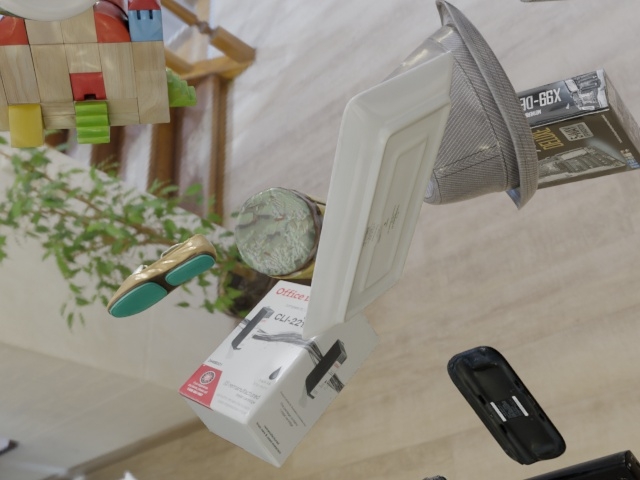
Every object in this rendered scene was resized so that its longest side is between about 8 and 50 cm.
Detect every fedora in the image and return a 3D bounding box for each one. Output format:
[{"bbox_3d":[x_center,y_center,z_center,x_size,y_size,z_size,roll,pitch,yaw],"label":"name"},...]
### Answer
[{"bbox_3d":[0.137,-0.135,0.829,0.124,0.244,0.275,-24,38,4],"label":"fedora"}]

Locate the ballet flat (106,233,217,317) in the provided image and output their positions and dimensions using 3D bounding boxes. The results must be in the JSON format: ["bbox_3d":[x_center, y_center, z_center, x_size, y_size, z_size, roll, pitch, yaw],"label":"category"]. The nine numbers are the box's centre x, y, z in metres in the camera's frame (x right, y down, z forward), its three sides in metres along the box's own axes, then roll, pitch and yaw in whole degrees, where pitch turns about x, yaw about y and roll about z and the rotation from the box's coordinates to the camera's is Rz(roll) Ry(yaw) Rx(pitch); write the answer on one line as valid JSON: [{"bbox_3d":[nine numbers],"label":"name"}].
[{"bbox_3d":[-0.299,0.065,1.372,0.232,0.080,0.073,-29,53,3],"label":"ballet flat"}]

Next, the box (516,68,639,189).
[{"bbox_3d":[0.435,-0.187,1.332,0.242,0.307,0.077,-11,71,32],"label":"box"}]

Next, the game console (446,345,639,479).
[{"bbox_3d":[0.330,0.303,1.072,0.213,0.361,0.044,-35,3,41],"label":"game console"}]

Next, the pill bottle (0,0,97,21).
[{"bbox_3d":[-0.265,-0.253,0.628,0.208,0.117,0.118,25,89,51],"label":"pill bottle"}]

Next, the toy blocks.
[{"bbox_3d":[-0.384,-0.306,1.106,0.191,0.381,0.261,-108,18,-47],"label":"toy blocks"}]

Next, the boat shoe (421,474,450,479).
[{"bbox_3d":[0.160,0.424,1.187,0.133,0.042,0.049,-57,40,36],"label":"boat shoe"}]

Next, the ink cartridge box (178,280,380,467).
[{"bbox_3d":[-0.065,0.204,1.199,0.197,0.114,0.273,8,46,48],"label":"ink cartridge box"}]

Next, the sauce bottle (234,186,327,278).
[{"bbox_3d":[0.000,0.000,0.999,0.111,0.344,0.111,-2,85,20],"label":"sauce bottle"}]

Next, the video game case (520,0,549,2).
[{"bbox_3d":[0.401,-0.307,0.698,0.329,0.300,0.036,-13,95,47],"label":"video game case"}]

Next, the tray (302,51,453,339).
[{"bbox_3d":[0.056,-0.026,0.660,0.030,0.145,0.270,35,136,26],"label":"tray"}]
